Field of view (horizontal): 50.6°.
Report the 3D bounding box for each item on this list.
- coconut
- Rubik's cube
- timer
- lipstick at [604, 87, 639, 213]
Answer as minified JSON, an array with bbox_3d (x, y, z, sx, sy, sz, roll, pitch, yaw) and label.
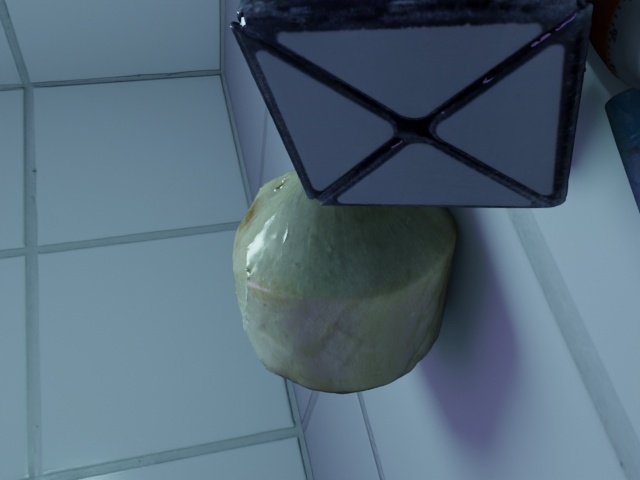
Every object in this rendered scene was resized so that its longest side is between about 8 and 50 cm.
[{"bbox_3d":[0.029,0.030,1.092,0.415,0.345,0.415,169,90,-78],"label":"coconut"},{"bbox_3d":[0.097,-0.195,0.606,0.254,0.260,0.259,68,-149,-56],"label":"Rubik's cube"},{"bbox_3d":[0.261,-0.196,0.530,0.136,0.099,0.136,-175,90,-78],"label":"timer"},{"bbox_3d":[0.290,-0.053,0.579,0.048,0.048,0.157,121,139,-70],"label":"lipstick"}]
